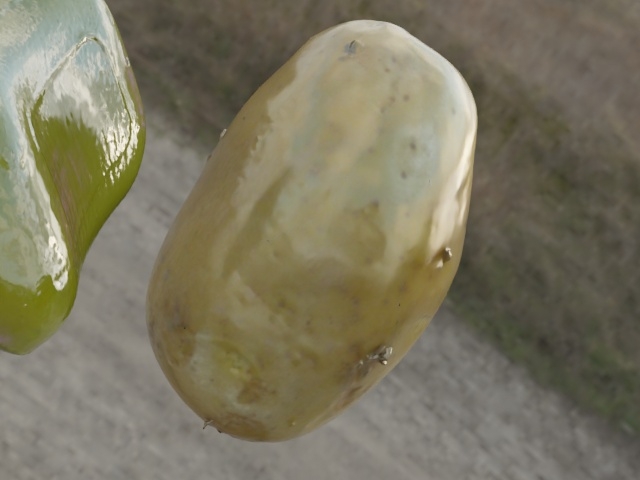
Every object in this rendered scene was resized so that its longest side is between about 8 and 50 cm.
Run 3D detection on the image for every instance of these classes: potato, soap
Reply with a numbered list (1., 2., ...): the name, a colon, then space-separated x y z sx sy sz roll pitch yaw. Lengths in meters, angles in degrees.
1. potato: 0.000 0.000 0.649 0.109 0.178 0.118 31 -1 11
2. soap: -0.088 -0.028 0.475 0.045 0.089 0.140 -6 29 11
